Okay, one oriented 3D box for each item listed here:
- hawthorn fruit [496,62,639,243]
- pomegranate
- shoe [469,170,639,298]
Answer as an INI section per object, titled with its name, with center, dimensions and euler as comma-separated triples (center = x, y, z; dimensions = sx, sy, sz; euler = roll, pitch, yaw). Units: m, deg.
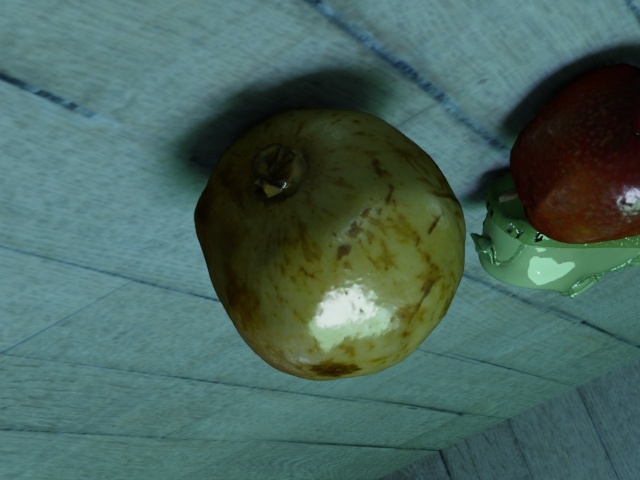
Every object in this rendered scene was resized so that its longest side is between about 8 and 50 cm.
[hawthorn fruit]
center = 0.261, -0.079, 1.215
dimensions = 0.173, 0.173, 0.179
euler = -13, -175, -25
[pomegranate]
center = 0.000, 0.000, 1.031
dimensions = 0.215, 0.215, 0.215
euler = -19, 161, -7
[shoe]
center = 0.269, -0.018, 1.415
dimensions = 0.262, 0.140, 0.128
euler = 1, 141, -38
